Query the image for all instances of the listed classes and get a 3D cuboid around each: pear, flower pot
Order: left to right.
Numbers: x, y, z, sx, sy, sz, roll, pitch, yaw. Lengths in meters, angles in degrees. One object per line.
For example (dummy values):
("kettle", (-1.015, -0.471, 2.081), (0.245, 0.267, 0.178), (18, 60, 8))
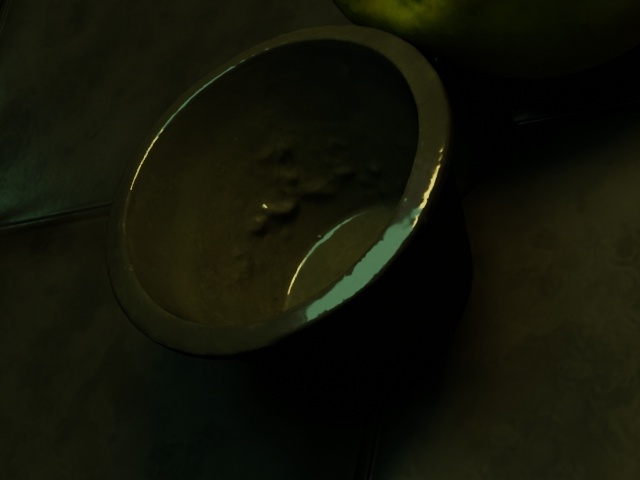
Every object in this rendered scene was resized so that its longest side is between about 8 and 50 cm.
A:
("flower pot", (0.000, 0.000, 1.367), (0.269, 0.166, 0.269), (-17, 49, 21))
("pear", (0.167, -0.277, 1.391), (0.375, 0.287, 0.287), (-31, 39, -21))
